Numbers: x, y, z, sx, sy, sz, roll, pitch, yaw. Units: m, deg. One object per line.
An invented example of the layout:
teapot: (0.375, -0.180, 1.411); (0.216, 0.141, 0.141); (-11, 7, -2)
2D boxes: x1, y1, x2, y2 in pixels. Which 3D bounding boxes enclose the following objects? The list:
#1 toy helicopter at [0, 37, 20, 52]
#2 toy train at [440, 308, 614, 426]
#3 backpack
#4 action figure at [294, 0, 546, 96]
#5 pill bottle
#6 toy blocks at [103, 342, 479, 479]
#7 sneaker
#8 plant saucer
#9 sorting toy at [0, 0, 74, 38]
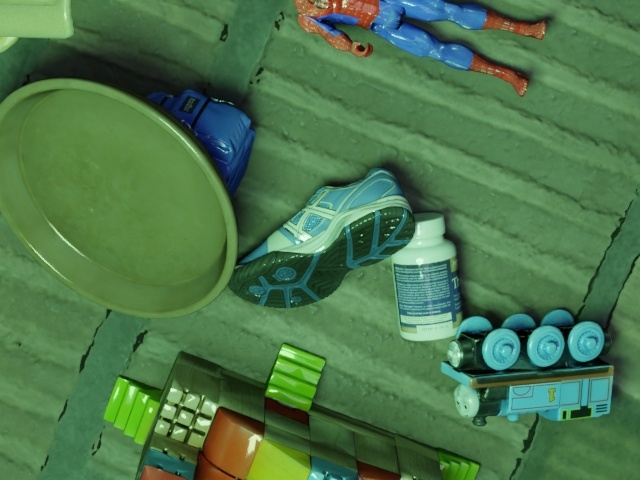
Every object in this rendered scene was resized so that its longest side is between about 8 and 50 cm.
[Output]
toy helicopter: (-0.227, -0.316, 1.853); (0.355, 0.140, 0.235); (-39, 99, 11)
toy train: (0.208, 0.129, 1.952); (0.184, 0.080, 0.105); (-4, 102, -25)
backpack: (-0.132, -0.096, 1.910); (0.120, 0.098, 0.101); (21, 127, 5)
action figure: (0.076, -0.213, 1.878); (0.280, 0.139, 0.091); (16, 100, -2)
pill bottle: (0.106, 0.035, 1.960); (0.067, 0.067, 0.120); (-7, 102, 1)
toy blocks: (-0.028, 0.233, 1.900); (0.381, 0.261, 0.191); (21, 100, -5)
sneaker: (0.000, 0.000, 1.954); (0.211, 0.081, 0.080); (-25, 136, 19)
plant saucer: (-0.197, -0.045, 1.887); (0.277, 0.041, 0.278); (16, 132, 19)
sorting toy: (-0.349, -0.308, 1.838); (0.307, 0.041, 0.229); (6, 101, 31)
